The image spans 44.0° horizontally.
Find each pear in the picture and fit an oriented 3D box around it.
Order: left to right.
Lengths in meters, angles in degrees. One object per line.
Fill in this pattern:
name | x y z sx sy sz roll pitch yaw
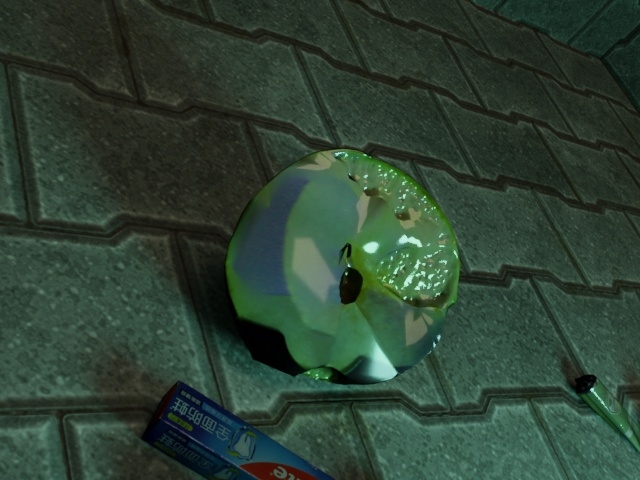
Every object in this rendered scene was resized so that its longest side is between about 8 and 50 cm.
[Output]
pear | 0.025 0.045 1.331 0.399 0.399 0.165 31 -5 -16

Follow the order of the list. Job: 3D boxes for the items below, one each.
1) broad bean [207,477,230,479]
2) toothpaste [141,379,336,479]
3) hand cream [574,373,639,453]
broad bean | -0.120 0.410 1.001 0.153 0.072 0.206 5 62 -37
toothpaste | -0.092 0.319 1.110 0.320 0.066 0.076 34 37 -11
hand cream | 0.654 0.382 1.765 0.235 0.055 0.086 44 36 -10
